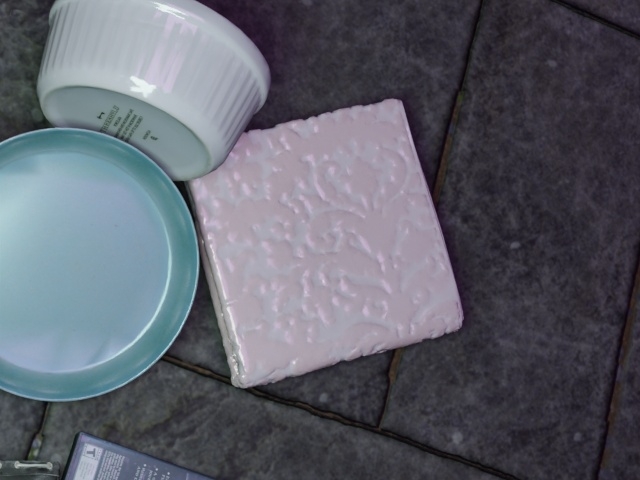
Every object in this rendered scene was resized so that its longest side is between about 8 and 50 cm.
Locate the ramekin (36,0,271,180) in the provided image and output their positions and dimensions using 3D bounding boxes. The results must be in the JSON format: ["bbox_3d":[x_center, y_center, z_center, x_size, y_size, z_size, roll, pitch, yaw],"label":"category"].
[{"bbox_3d":[-0.202,-0.175,1.941,0.273,0.273,0.127,26,66,-18],"label":"ramekin"}]

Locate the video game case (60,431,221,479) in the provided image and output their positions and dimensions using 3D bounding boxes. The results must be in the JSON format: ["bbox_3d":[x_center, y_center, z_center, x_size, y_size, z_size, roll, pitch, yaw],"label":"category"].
[{"bbox_3d":[-0.190,0.362,1.982,0.274,0.026,0.196,23,71,-20],"label":"video game case"}]

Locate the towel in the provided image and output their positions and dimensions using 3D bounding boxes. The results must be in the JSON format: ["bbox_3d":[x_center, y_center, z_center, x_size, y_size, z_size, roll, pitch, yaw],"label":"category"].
[{"bbox_3d":[0.000,0.000,2.124,0.332,0.053,0.317,-14,85,-27],"label":"towel"}]

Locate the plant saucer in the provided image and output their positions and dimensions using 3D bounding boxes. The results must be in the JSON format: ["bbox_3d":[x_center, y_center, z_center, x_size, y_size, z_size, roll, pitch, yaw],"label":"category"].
[{"bbox_3d":[-0.300,0.027,1.945,0.317,0.044,0.317,-2,97,-17],"label":"plant saucer"}]

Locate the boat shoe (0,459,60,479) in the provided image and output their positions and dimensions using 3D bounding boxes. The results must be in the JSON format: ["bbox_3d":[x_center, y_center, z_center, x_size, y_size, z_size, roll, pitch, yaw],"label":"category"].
[{"bbox_3d":[-0.398,0.261,1.883,0.219,0.078,0.070,14,75,-30],"label":"boat shoe"}]
